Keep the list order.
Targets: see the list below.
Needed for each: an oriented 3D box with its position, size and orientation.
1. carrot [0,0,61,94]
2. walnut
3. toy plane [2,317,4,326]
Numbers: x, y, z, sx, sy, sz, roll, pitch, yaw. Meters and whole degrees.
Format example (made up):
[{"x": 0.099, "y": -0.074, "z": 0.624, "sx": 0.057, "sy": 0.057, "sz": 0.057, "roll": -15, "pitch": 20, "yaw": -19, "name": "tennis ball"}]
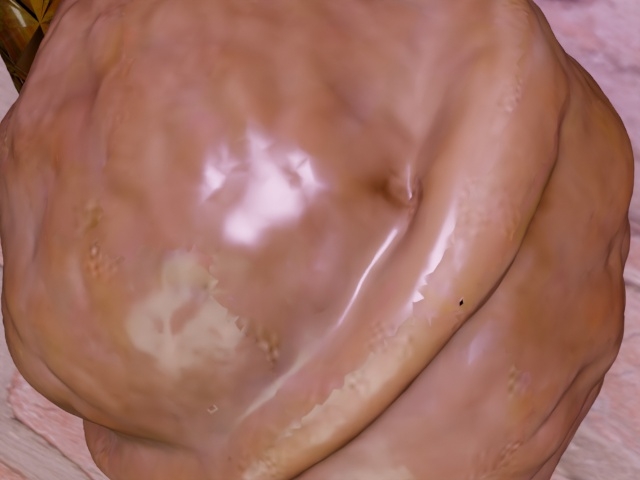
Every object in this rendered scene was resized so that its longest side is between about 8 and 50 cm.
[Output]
[{"x": -0.142, "y": -0.101, "z": 0.780, "sx": 0.069, "sy": 0.069, "sz": 0.229, "roll": 8, "pitch": 138, "yaw": 26, "name": "carrot"}, {"x": 0.000, "y": 0.000, "z": 0.643, "sx": 0.296, "sy": 0.285, "sz": 0.285, "roll": 38, "pitch": 143, "yaw": -23, "name": "walnut"}, {"x": -0.188, "y": 0.046, "z": 1.011, "sx": 0.060, "sy": 0.037, "sz": 0.145, "roll": 15, "pitch": 143, "yaw": 11, "name": "toy plane"}]
